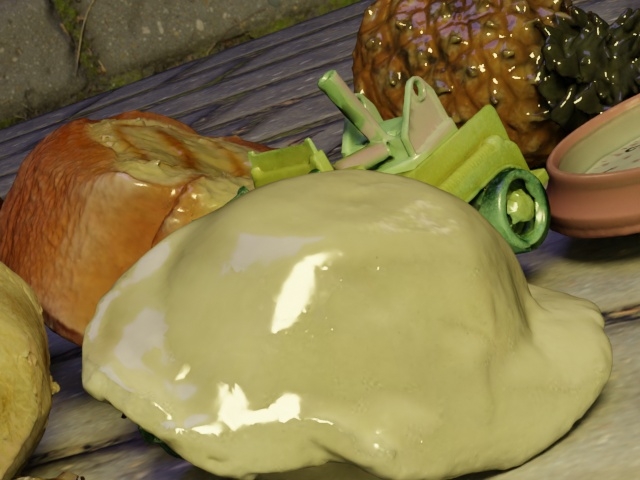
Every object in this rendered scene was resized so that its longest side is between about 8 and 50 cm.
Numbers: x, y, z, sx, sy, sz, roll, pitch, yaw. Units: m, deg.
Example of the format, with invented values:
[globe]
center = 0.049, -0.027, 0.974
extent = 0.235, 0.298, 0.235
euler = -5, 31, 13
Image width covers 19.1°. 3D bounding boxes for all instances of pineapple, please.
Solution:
[pineapple]
center = 0.163, -0.118, 1.293
extent = 0.279, 0.157, 0.158
euler = -1, 22, 37

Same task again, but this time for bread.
[bread]
center = -0.089, 0.000, 1.174
extent = 0.190, 0.123, 0.244
euler = 5, 15, -22

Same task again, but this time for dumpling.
[dumpling]
center = 0.016, 0.043, 0.817
extent = 0.250, 0.132, 0.162
euler = -10, 31, -37

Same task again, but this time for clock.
[clock]
center = 0.240, -0.058, 1.064
extent = 0.244, 0.056, 0.244
euler = -21, 12, 5

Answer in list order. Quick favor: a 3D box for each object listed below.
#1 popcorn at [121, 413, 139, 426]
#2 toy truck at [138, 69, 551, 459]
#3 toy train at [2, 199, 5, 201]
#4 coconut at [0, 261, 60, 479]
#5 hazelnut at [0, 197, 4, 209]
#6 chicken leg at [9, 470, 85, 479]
[popcorn]
center = -0.084, 0.074, 1.035
extent = 0.084, 0.084, 0.084
euler = -21, 11, 4
[toy truck]
center = 0.000, 0.004, 0.990
extent = 0.128, 0.135, 0.259
euler = -10, 27, 43
[toy train]
center = -0.371, 0.050, 1.568
extent = 0.178, 0.138, 0.330
euler = 3, 23, 44
[coconut]
center = -0.234, 0.078, 1.043
extent = 0.194, 0.194, 0.194
euler = -21, 11, 4
[hazelnut]
center = -0.314, 0.034, 1.308
extent = 0.218, 0.218, 0.234
euler = -13, -16, 38
[chicken leg]
center = -0.116, 0.149, 0.732
extent = 0.196, 0.080, 0.125
euler = -19, 24, 20
